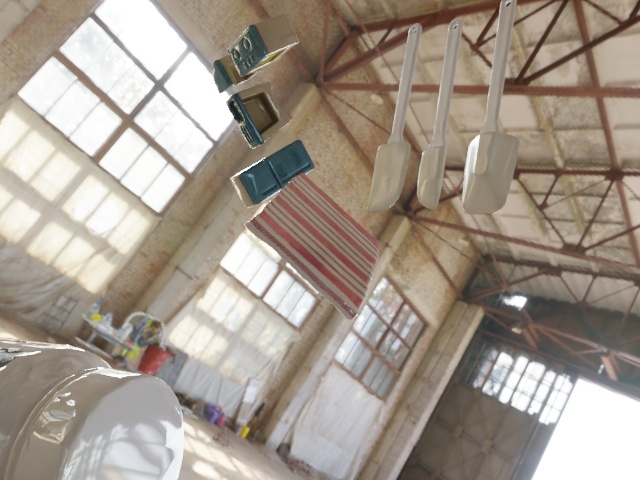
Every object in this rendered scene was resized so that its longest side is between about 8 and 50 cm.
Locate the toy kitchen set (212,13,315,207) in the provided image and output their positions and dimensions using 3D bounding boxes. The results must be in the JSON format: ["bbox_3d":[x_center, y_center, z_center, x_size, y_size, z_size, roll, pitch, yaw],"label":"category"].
[{"bbox_3d":[-0.078,-0.171,0.744,0.166,0.122,0.207,-7,-64,60],"label":"toy kitchen set"}]

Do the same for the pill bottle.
[{"bbox_3d":[-0.342,0.206,0.561,0.360,0.204,0.204,2,-29,23],"label":"pill bottle"}]

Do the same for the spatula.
[{"bbox_3d":[0.140,-0.145,0.585,0.168,0.242,0.019,1,-16,46],"label":"spatula"}]

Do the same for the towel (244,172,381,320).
[{"bbox_3d":[0.000,0.000,0.603,0.144,0.029,0.197,42,24,-4],"label":"towel"}]
